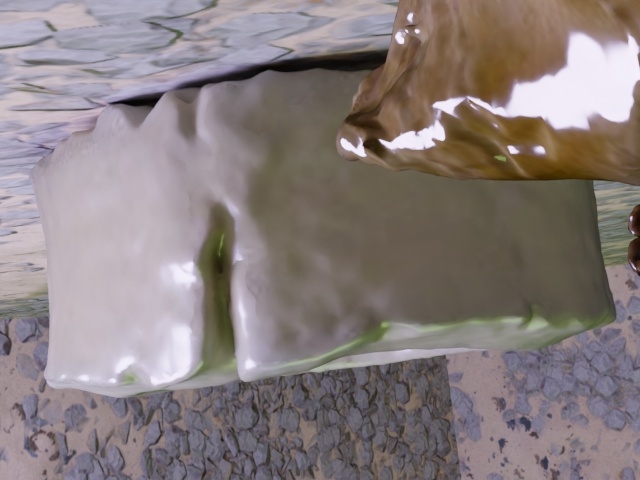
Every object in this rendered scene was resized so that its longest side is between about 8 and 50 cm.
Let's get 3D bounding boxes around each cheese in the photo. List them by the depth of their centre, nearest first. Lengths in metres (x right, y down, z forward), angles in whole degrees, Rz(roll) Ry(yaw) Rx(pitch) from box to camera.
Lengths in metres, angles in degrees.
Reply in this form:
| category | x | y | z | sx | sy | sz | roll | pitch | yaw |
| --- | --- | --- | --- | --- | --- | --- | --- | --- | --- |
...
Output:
| category | x | y | z | sx | sy | sz | roll | pitch | yaw |
| --- | --- | --- | --- | --- | --- | --- | --- | --- | --- |
| cheese | -0.002 | 0.003 | 0.784 | 0.292 | 0.153 | 0.332 | -4 | 173 | -30 |

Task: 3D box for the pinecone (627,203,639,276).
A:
| category | x | y | z | sx | sy | sz | roll | pitch | yaw |
| --- | --- | --- | --- | --- | --- | --- | --- | --- | --- |
| pinecone | 0.394 | 0.022 | 1.218 | 0.272 | 0.224 | 0.224 | 27 | 155 | -33 |

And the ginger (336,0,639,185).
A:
| category | x | y | z | sx | sy | sz | roll | pitch | yaw |
| --- | --- | --- | --- | --- | --- | --- | --- | --- | --- |
| ginger | 0.119 | -0.069 | 0.341 | 0.219 | 0.123 | 0.270 | 22 | 163 | -39 |
